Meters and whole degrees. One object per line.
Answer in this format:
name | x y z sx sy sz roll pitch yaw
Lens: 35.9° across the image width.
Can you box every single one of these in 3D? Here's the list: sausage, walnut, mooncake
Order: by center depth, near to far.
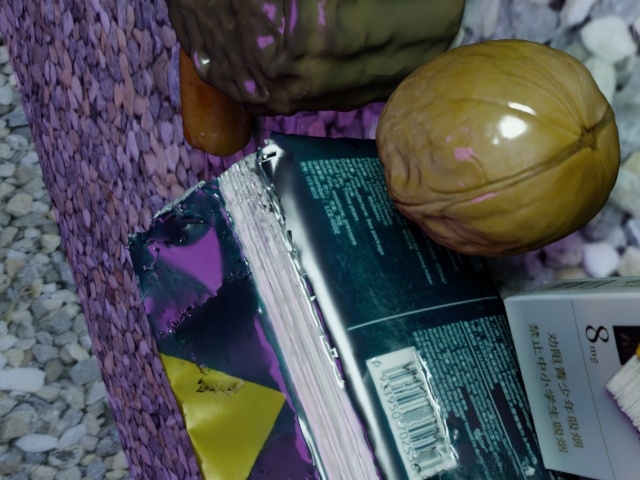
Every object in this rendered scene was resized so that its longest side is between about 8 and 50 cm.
walnut | 0.132 -0.068 0.754 0.207 0.167 0.167 -3 101 64
mooncake | -0.023 -0.270 0.916 0.324 0.187 0.324 34 131 50
sausage | -0.122 -0.232 1.223 0.109 0.109 0.270 55 148 34

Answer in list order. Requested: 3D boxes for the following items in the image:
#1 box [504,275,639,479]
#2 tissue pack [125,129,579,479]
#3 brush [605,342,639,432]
box | 0.248 0.104 0.727 0.243 0.067 0.155 -7 99 63
tissue pack | 0.032 0.128 0.899 0.253 0.264 0.416 -30 75 40
brush | 0.262 0.061 0.590 0.103 0.013 0.272 59 148 27
